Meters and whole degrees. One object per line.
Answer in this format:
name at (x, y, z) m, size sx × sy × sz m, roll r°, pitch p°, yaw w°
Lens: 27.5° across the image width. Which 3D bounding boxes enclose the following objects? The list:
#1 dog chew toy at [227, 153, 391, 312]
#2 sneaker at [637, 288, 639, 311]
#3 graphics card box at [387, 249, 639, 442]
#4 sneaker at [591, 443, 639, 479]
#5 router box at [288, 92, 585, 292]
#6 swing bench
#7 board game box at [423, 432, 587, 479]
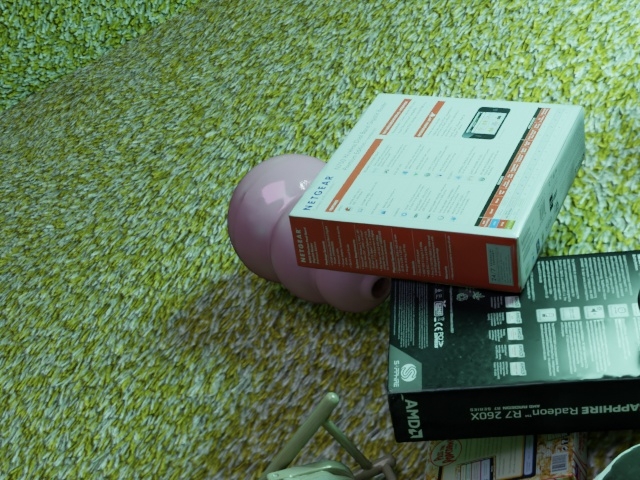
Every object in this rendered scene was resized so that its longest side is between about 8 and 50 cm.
dog chew toy at (0.000, 0.000, 1.979) m, size 0.206 × 0.207 × 0.332 m, roll -41°, pitch 41°, yaw -11°
sneaker at (0.473, 0.068, 1.454) m, size 0.234 × 0.097 × 0.084 m, roll 13°, pitch 39°, yaw -2°
graphics card box at (0.266, 0.122, 1.566) m, size 0.370 × 0.094 × 0.233 m, roll -4°, pitch 39°, yaw 7°
sneaker at (0.313, 0.281, 1.439) m, size 0.178 × 0.072 × 0.077 m, roll -28°, pitch -4°, yaw -17°
router box at (0.163, -0.076, 1.722) m, size 0.301 × 0.082 × 0.335 m, roll 7°, pitch 36°, yaw 24°
swing bench at (-0.011, 0.361, 1.535) m, size 0.254 × 0.165 × 0.253 m, roll -37°, pitch 32°, yaw 4°
board game box at (0.221, 0.255, 1.572) m, size 0.193 × 0.045 × 0.147 m, roll -16°, pitch 36°, yaw 25°
